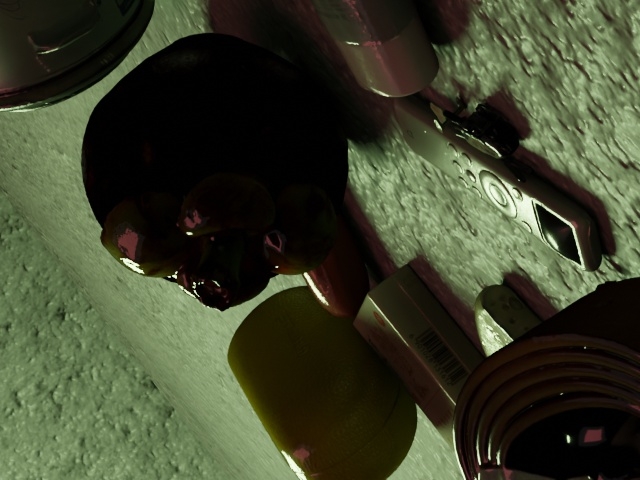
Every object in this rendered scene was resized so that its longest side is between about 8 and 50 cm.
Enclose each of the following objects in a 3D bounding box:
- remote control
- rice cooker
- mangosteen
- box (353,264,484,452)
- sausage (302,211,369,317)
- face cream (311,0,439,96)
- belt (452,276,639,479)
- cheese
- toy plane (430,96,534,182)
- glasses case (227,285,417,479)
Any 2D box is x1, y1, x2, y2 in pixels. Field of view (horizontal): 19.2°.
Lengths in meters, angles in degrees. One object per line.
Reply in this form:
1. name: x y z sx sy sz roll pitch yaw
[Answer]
1. remote control: 0.146 -0.051 1.624 0.261 0.029 0.067 39 159 44
2. rice cooker: -0.335 -0.288 2.109 0.316 0.264 0.317 47 161 22
3. mangosteen: -0.108 -0.053 1.879 0.287 0.287 0.233 54 146 -3
4. box: 0.124 0.134 2.050 0.201 0.058 0.141 50 165 10
5. sausage: 0.000 0.000 2.099 0.077 0.077 0.194 25 147 61
6. face cream: 0.009 -0.241 1.531 0.269 0.073 0.107 62 168 -27
7. belt: 0.239 0.149 1.474 0.217 0.122 0.338 60 148 0
8. cheese: 0.186 0.114 1.853 0.097 0.037 0.192 49 164 23
9. toy plane: 0.131 -0.091 1.584 0.120 0.031 0.049 36 166 42
10. glasses case: -0.002 0.160 2.232 0.141 0.173 0.371 58 177 -23
